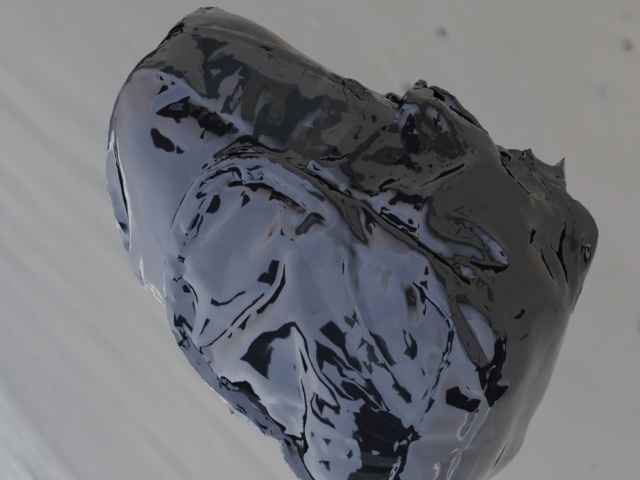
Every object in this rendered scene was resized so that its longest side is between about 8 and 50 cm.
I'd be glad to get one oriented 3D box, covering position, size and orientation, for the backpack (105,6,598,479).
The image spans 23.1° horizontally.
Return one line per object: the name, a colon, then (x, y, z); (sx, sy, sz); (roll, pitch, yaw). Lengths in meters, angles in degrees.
backpack: (0.000, 0.000, 1.252); (0.446, 0.255, 0.363); (40, 136, 22)
